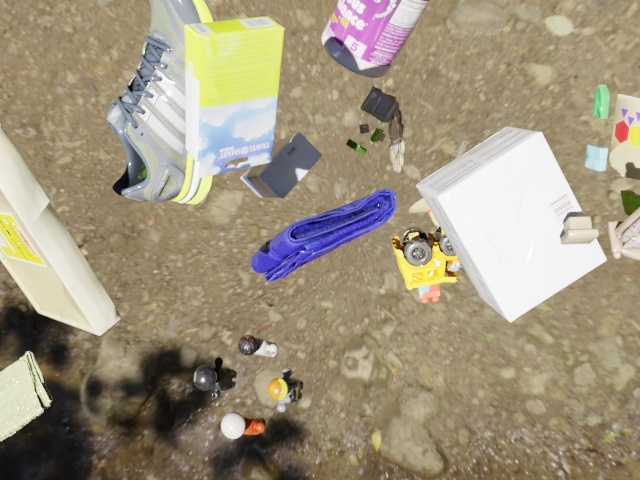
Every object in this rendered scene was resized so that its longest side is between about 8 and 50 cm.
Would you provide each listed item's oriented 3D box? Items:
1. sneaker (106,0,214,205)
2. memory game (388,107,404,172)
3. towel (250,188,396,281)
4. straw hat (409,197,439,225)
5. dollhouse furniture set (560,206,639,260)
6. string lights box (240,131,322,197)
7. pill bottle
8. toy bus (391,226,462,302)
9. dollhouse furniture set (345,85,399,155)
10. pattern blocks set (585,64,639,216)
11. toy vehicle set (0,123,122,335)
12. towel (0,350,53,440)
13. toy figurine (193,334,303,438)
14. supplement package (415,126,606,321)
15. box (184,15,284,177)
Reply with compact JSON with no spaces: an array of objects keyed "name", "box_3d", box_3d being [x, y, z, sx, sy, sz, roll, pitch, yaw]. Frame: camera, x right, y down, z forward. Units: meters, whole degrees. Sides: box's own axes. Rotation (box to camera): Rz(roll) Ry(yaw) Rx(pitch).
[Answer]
[{"name":"sneaker","box_3d":[-0.196,-0.174,0.824,0.121,0.111,0.300,-14,121,-36]},{"name":"memory game","box_3d":[0.198,-0.268,1.756,0.012,0.186,0.186,-4,91,-4]},{"name":"towel","box_3d":[0.000,0.000,1.306,0.227,0.308,0.076,-21,86,-21]},{"name":"straw hat","box_3d":[0.271,-0.064,1.472,0.144,0.144,0.061,-21,75,3]},{"name":"dollhouse furniture set","box_3d":[0.553,0.003,0.914,0.355,0.303,0.174,-2,71,4]},{"name":"string lights box","box_3d":[-0.099,-0.171,1.567,0.077,0.259,0.133,44,82,-14]},{"name":"pill bottle","box_3d":[0.135,-0.502,1.380,0.169,0.169,0.301,33,126,2]},{"name":"toy bus","box_3d":[0.331,0.069,1.936,0.220,0.149,0.211,-12,104,6]},{"name":"dollhouse furniture set","box_3d":[0.122,-0.272,1.561,0.076,0.058,0.152,34,100,19]},{"name":"pattern blocks set","box_3d":[0.574,-0.172,1.168,0.026,0.325,0.285,-7,120,-13]},{"name":"toy vehicle set","box_3d":[-0.351,-0.012,0.788,0.035,0.166,0.267,-44,126,-34]},{"name":"towel","box_3d":[-0.519,0.267,1.137,0.148,0.027,0.110,-35,68,15]},{"name":"toy figurine","box_3d":[-0.169,0.339,1.590,0.209,0.148,0.213,-39,65,10]},{"name":"supplement package","box_3d":[0.331,-0.034,1.184,0.204,0.145,0.262,-33,106,1]},{"name":"box","box_3d":[-0.104,-0.169,0.801,0.109,0.042,0.178,-17,134,-30]}]
